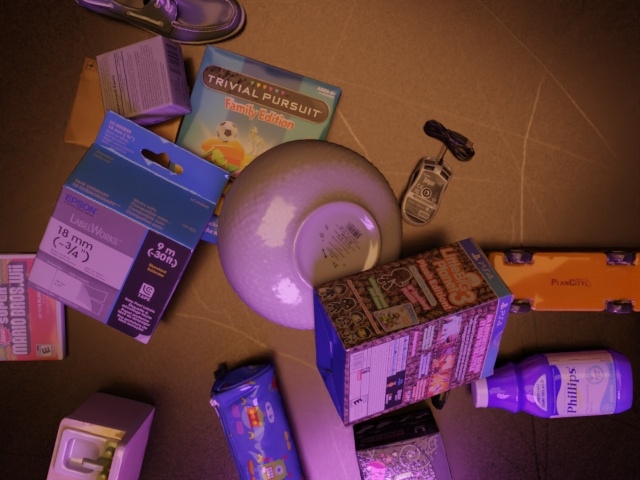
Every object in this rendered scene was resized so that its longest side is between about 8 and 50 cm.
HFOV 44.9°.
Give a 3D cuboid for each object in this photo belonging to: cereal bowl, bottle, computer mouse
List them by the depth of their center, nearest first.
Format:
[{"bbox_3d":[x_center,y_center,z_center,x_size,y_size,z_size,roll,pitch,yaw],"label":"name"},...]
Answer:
[{"bbox_3d":[0.000,0.000,1.329,0.339,0.141,0.339,-5,103,-21],"label":"cereal bowl"},{"bbox_3d":[0.203,-0.117,1.430,0.106,0.042,0.193,28,89,-6],"label":"computer mouse"},{"bbox_3d":[0.424,0.266,1.431,0.283,0.092,0.118,-3,96,1],"label":"bottle"}]

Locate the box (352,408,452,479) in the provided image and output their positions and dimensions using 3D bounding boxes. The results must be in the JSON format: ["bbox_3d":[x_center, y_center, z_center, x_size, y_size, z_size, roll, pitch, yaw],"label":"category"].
[{"bbox_3d":[0.163,0.462,1.425,0.163,0.142,0.247,-14,94,1],"label":"box"}]

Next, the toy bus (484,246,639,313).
[{"bbox_3d":[0.457,0.067,1.396,0.333,0.130,0.108,0,96,0],"label":"toy bus"}]

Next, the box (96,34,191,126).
[{"bbox_3d":[-0.309,-0.273,1.357,0.137,0.072,0.126,-12,84,19],"label":"box"}]

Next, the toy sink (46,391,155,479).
[{"bbox_3d":[-0.397,0.383,1.378,0.131,0.234,0.152,14,95,-1],"label":"toy sink"}]

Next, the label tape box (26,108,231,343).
[{"bbox_3d":[-0.335,-0.017,1.336,0.241,0.106,0.333,27,116,-6],"label":"label tape box"}]

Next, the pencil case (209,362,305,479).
[{"bbox_3d":[-0.112,0.377,1.430,0.133,0.119,0.306,-18,94,-22],"label":"pencil case"}]

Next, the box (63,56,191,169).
[{"bbox_3d":[-0.357,-0.232,1.433,0.201,0.021,0.164,16,94,-1],"label":"box"}]

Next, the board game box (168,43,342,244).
[{"bbox_3d":[-0.132,-0.152,1.409,0.254,0.079,0.336,18,95,-1],"label":"board game box"}]

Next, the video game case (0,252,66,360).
[{"bbox_3d":[-0.629,0.126,1.463,0.285,0.025,0.204,-1,95,1],"label":"video game case"}]

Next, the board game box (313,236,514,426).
[{"bbox_3d":[0.148,0.156,1.309,0.291,0.141,0.232,-16,139,-14],"label":"board game box"}]

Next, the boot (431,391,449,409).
[{"bbox_3d":[0.200,0.247,1.456,0.099,0.045,0.121,18,87,-3],"label":"boot"}]

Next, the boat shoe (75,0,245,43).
[{"bbox_3d":[-0.295,-0.428,1.377,0.319,0.099,0.116,14,94,-1],"label":"boat shoe"}]
